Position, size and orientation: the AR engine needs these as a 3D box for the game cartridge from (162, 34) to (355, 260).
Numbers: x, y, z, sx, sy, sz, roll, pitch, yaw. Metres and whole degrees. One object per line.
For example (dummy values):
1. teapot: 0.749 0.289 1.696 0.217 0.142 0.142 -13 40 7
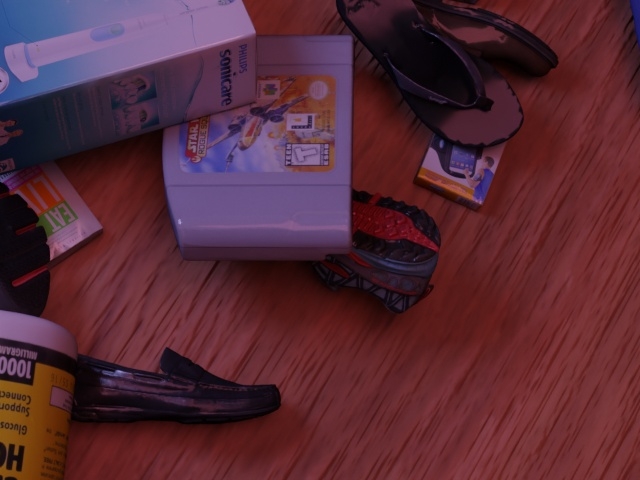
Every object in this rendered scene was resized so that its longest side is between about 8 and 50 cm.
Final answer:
1. game cartridge: -0.063 -0.105 1.458 0.198 0.062 0.297 2 50 -1

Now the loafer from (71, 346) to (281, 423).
1. loafer: -0.151 0.148 1.431 0.223 0.076 0.078 2 82 -6

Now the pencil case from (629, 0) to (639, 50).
1. pencil case: 0.416 -0.305 1.639 0.133 0.119 0.306 12 65 -53

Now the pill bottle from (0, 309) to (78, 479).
1. pill bottle: -0.336 0.240 1.313 0.188 0.188 0.334 6 74 -9

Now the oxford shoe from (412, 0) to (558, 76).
1. oxford shoe: 0.159 -0.223 1.599 0.227 0.083 0.096 19 94 -6

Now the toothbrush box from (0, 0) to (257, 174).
1. toothbrush box: -0.235 -0.217 1.420 0.295 0.126 0.216 -19 64 -11

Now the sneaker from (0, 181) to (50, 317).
1. sneaker: -0.394 -0.023 1.423 0.136 0.116 0.314 -45 79 26

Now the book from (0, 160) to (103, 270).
1. book: -0.309 -0.041 1.481 0.096 0.035 0.144 -35 81 -19

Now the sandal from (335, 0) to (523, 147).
1. sandal: 0.116 -0.191 1.530 0.254 0.054 0.097 41 91 -9

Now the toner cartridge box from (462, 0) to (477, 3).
1. toner cartridge box: 0.030 -0.390 1.613 0.348 0.075 0.165 10 74 -7

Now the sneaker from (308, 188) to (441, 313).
1. sneaker: 0.000 0.000 1.484 0.262 0.125 0.104 27 48 25

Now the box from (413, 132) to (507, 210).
1. box: 0.166 -0.110 1.586 0.081 0.028 0.136 23 74 -3
